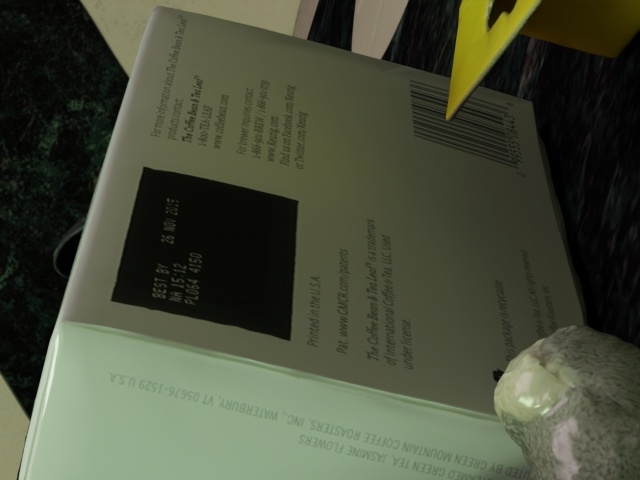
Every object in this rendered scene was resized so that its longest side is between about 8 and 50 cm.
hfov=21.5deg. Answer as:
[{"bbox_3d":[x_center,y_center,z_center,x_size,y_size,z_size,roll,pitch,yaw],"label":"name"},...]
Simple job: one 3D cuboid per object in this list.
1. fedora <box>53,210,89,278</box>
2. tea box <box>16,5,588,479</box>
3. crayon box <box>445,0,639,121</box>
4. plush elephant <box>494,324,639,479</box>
[{"bbox_3d":[-0.051,0.014,1.366,0.334,0.334,0.152,127,121,-75],"label":"fedora"},{"bbox_3d":[-0.029,0.112,0.805,0.329,0.220,0.323,-87,13,-61],"label":"tea box"},{"bbox_3d":[0.134,-0.216,0.695,0.202,0.081,0.318,122,161,-72],"label":"crayon box"},{"bbox_3d":[-0.030,0.178,0.498,0.272,0.255,0.330,-91,15,-66],"label":"plush elephant"}]
